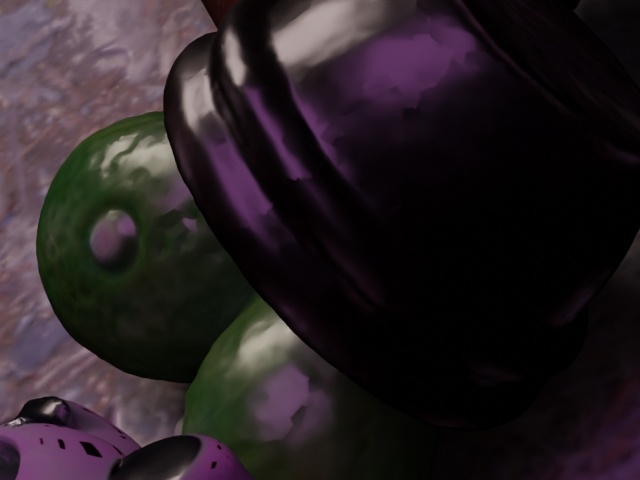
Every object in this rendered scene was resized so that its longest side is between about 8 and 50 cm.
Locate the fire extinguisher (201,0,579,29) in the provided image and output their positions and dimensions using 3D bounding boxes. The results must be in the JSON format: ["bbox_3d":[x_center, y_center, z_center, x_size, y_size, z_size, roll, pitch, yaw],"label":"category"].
[{"bbox_3d":[0.008,-0.145,0.896,0.147,0.106,0.337,-24,43,-6],"label":"fire extinguisher"}]

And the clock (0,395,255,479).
[{"bbox_3d":[-0.139,0.143,0.646,0.248,0.090,0.227,-12,27,50],"label":"clock"}]

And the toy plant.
[{"bbox_3d":[0.000,0.000,0.722,0.235,0.175,0.218,-44,49,22],"label":"toy plant"}]
